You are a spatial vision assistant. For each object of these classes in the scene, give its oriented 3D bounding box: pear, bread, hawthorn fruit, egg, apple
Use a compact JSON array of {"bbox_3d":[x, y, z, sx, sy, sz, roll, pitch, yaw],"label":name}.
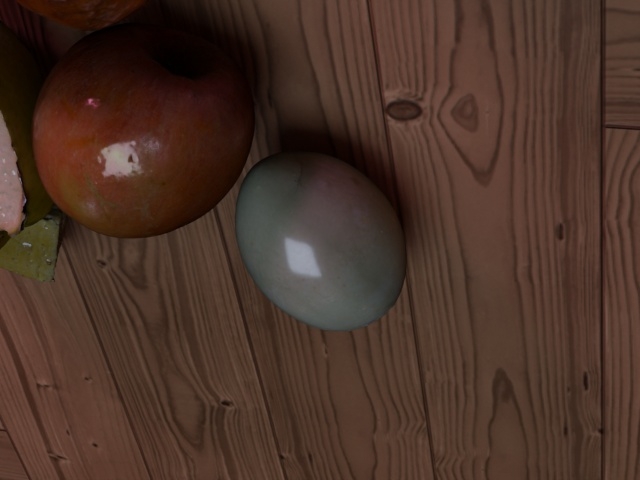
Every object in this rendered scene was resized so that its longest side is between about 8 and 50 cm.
[{"bbox_3d":[-0.473,-0.166,1.619,0.340,0.191,0.386,-34,102,36],"label":"pear"},{"bbox_3d":[-0.432,-0.036,1.810,0.196,0.102,0.138,20,140,-2],"label":"bread"},{"bbox_3d":[-0.253,-0.307,1.418,0.173,0.173,0.179,-23,121,38],"label":"hawthorn fruit"},{"bbox_3d":[0.000,0.000,1.606,0.187,0.186,0.253,-21,125,37],"label":"egg"},{"bbox_3d":[-0.198,-0.119,1.515,0.254,0.253,0.253,12,137,11],"label":"apple"}]
